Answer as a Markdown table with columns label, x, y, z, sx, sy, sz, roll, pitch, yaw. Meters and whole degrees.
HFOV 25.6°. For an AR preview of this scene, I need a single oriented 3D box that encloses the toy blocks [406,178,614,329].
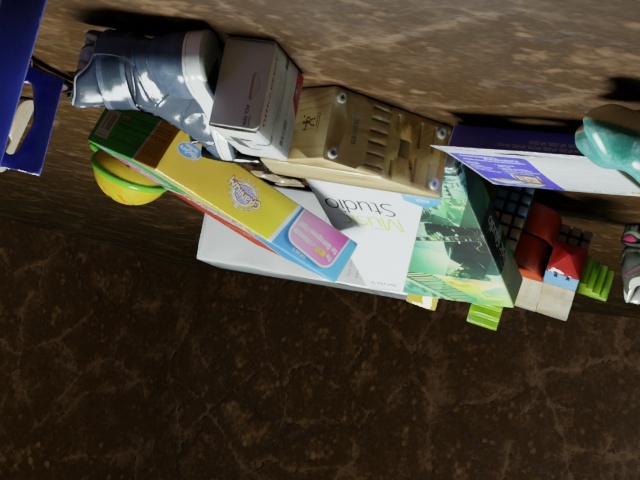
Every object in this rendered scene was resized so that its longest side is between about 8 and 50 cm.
| label | x | y | z | sx | sy | sz | roll | pitch | yaw |
| --- | --- | --- | --- | --- | --- | --- | --- | --- | --- |
| toy blocks | 0.244 | -0.007 | 2.043 | 0.381 | 0.190 | 0.261 | 18 | 162 | 10 |

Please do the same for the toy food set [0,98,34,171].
| label | x | y | z | sx | sy | sz | roll | pitch | yaw |
| --- | --- | --- | --- | --- | --- | --- | --- | --- | --- |
| toy food set | -0.525 | -0.172 | 1.977 | 0.218 | 0.128 | 0.071 | 10 | -164 | -42 |

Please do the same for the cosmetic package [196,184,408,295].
| label | x | y | z | sx | sy | sz | roll | pitch | yaw |
| --- | --- | --- | --- | --- | --- | --- | --- | --- | --- |
| cosmetic package | 0.000 | 0.000 | 2.453 | 0.385 | 0.156 | 0.217 | 8 | 175 | 12 |

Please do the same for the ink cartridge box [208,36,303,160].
| label | x | y | z | sx | sy | sz | roll | pitch | yaw |
| --- | --- | --- | --- | --- | --- | --- | --- | --- | --- |
| ink cartridge box | -0.066 | -0.149 | 1.489 | 0.056 | 0.099 | 0.135 | 10 | 173 | 13 |

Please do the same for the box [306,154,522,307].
| label | x | y | z | sx | sy | sz | roll | pitch | yaw |
| --- | --- | --- | --- | --- | --- | --- | --- | --- | --- |
| box | 0.123 | -0.029 | 1.888 | 0.232 | 0.058 | 0.322 | 7 | 149 | 29 |

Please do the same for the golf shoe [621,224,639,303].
| label | x | y | z | sx | sy | sz | roll | pitch | yaw |
| --- | --- | --- | --- | --- | --- | --- | --- | --- | --- |
| golf shoe | 0.555 | 0.038 | 2.084 | 0.105 | 0.120 | 0.273 | 15 | 171 | -28 |

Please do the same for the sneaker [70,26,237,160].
| label | x | y | z | sx | sy | sz | roll | pitch | yaw |
| --- | --- | --- | --- | --- | --- | --- | --- | --- | --- |
| sneaker | -0.176 | -0.157 | 1.517 | 0.163 | 0.086 | 0.226 | 0 | 155 | 10 |

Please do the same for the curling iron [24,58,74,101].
| label | x | y | z | sx | sy | sz | roll | pitch | yaw |
| --- | --- | --- | --- | --- | --- | --- | --- | --- | --- |
| curling iron | -0.348 | -0.207 | 1.710 | 0.068 | 0.035 | 0.274 | 2 | 172 | 26 |

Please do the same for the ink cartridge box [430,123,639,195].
| label | x | y | z | sx | sy | sz | roll | pitch | yaw |
| --- | --- | --- | --- | --- | --- | --- | --- | --- | --- |
| ink cartridge box | 0.263 | -0.098 | 1.650 | 0.206 | 0.045 | 0.208 | 7 | 174 | 29 |

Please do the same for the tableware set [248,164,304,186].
| label | x | y | z | sx | sy | sz | roll | pitch | yaw |
| --- | --- | --- | --- | --- | --- | --- | --- | --- | --- |
| tableware set | -0.114 | -0.107 | 2.295 | 0.141 | 0.020 | 0.169 | 7 | 173 | 23 |

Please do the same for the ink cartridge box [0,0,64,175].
| label | x | y | z | sx | sy | sz | roll | pitch | yaw |
| --- | --- | --- | --- | --- | --- | --- | --- | --- | --- |
| ink cartridge box | -0.403 | -0.154 | 1.207 | 0.151 | 0.270 | 0.395 | 12 | 176 | 38 |

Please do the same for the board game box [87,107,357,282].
| label | x | y | z | sx | sy | sz | roll | pitch | yaw |
| --- | --- | --- | --- | --- | --- | --- | --- | --- | --- |
| board game box | -0.133 | -0.067 | 1.904 | 0.316 | 0.064 | 0.242 | 33 | 175 | -32 |

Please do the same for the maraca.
| label | x | y | z | sx | sy | sz | roll | pitch | yaw |
| --- | --- | --- | --- | --- | --- | --- | --- | --- | --- |
| maraca | -0.299 | -0.116 | 2.202 | 0.127 | 0.099 | 0.185 | 15 | -162 | -25 |

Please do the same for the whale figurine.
| label | x | y | z | sx | sy | sz | roll | pitch | yaw |
| --- | --- | --- | --- | --- | --- | --- | --- | --- | --- |
| whale figurine | 0.381 | -0.060 | 1.369 | 0.272 | 0.141 | 0.216 | 10 | 174 | 3 |

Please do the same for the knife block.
| label | x | y | z | sx | sy | sz | roll | pitch | yaw |
| --- | --- | --- | --- | --- | --- | --- | --- | --- | --- |
| knife block | -0.014 | -0.122 | 1.702 | 0.276 | 0.088 | 0.242 | 15 | 173 | -37 |
